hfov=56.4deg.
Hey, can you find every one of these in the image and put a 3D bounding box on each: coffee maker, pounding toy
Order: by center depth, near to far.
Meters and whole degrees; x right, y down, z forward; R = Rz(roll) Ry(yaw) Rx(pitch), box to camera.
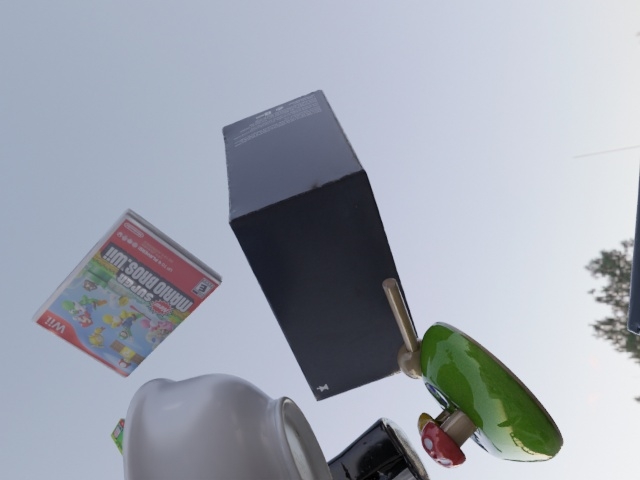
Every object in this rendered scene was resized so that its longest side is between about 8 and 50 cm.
[{"bbox_3d":[0.135,0.177,0.659,0.110,0.237,0.183,-41,-45,-10],"label":"pounding toy"},{"bbox_3d":[0.060,0.366,0.959,0.171,0.178,0.120,51,-175,10],"label":"coffee maker"}]

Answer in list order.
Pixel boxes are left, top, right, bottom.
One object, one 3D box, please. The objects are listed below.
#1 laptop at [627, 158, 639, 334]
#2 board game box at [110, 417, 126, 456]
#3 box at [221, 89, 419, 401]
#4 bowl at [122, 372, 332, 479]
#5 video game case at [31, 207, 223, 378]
[{"bbox_3d":[0.558,0.090,0.646,0.382,0.236,0.407,-135,44,-80],"label":"laptop"},{"bbox_3d":[-0.314,0.411,1.123,0.092,0.181,0.043,27,-85,-47],"label":"board game box"},{"bbox_3d":[0.000,0.000,0.910,0.312,0.179,0.343,-106,-5,-56],"label":"box"},{"bbox_3d":[-0.069,0.259,0.633,0.298,0.134,0.297,-25,-90,-86],"label":"bowl"},{"bbox_3d":[-0.341,0.103,1.053,0.204,0.285,0.025,39,-161,-21],"label":"video game case"}]
